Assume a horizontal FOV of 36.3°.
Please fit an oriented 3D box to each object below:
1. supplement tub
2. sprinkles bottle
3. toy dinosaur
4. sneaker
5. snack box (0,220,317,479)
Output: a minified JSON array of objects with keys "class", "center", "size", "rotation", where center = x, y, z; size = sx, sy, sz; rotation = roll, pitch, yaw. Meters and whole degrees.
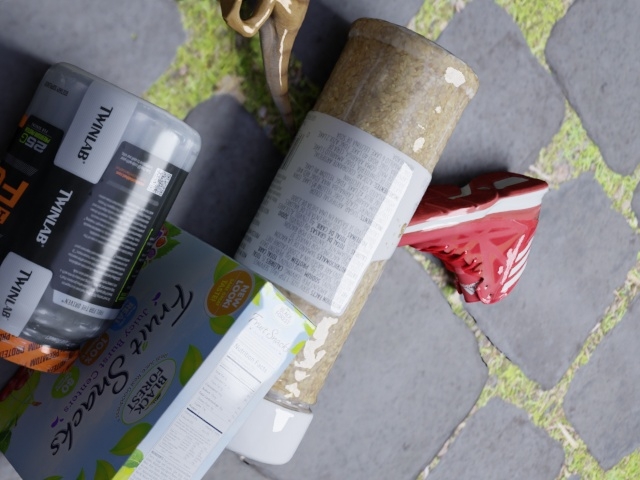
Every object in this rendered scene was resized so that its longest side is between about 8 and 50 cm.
[{"class":"supplement tub","center":[-0.171,-0.014,0.667],"size":[0.117,0.117,0.190],"rotation":[27,89,-40]},{"class":"sprinkles bottle","center":[0.000,0.000,0.799],"size":[0.121,0.121,0.355],"rotation":[28,89,-40]},{"class":"toy dinosaur","center":[-0.034,-0.175,0.746],"size":[0.112,0.064,0.211],"rotation":[-3,109,-38]},{"class":"sneaker","center":[0.133,0.013,0.930],"size":[0.221,0.087,0.128],"rotation":[-11,112,-33]},{"class":"snack box","center":[-0.129,0.097,0.702],"size":[0.207,0.174,0.070],"rotation":[-53,131,-8]}]
